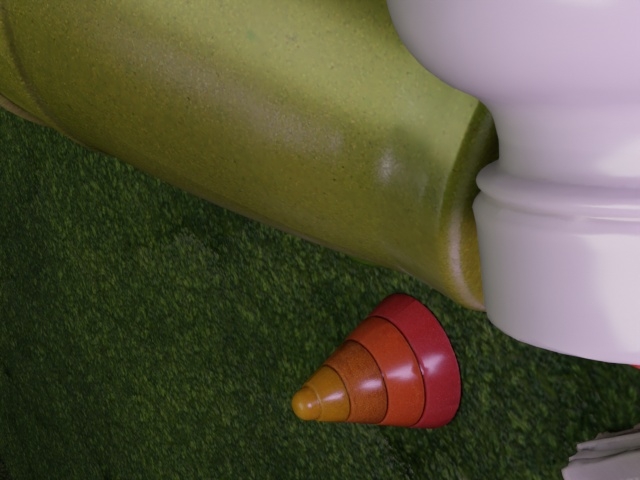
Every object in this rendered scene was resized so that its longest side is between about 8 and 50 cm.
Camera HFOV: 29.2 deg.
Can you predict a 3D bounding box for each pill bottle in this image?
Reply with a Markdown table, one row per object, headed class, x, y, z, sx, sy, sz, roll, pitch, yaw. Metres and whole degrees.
| class | x | y | z | sx | sy | sz | roll | pitch | yaw |
| --- | --- | --- | --- | --- | --- | --- | --- | --- | --- |
| pill bottle | 0.127 | -0.176 | 0.394 | 0.229 | 0.229 | 0.408 | 12 | 110 | 57 |

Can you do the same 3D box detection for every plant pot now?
| class | x | y | z | sx | sy | sz | roll | pitch | yaw |
| --- | --- | --- | --- | --- | --- | --- | --- | --- | --- |
| plant pot | 0.021 | -0.146 | 0.700 | 0.353 | 0.366 | 0.366 | 36 | 137 | 31 |

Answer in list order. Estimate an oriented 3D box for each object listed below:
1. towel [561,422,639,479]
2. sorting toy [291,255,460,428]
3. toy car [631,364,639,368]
| class | x | y | z | sx | sy | sz | roll | pitch | yaw |
| --- | --- | --- | --- | --- | --- | --- | --- | --- | --- |
| towel | 0.297 | 0.242 | 0.705 | 0.332 | 0.053 | 0.317 | -37 | 74 | 61 |
| sorting toy | 0.000 | 0.000 | 1.005 | 0.127 | 0.126 | 0.366 | -3 | 104 | 60 |
| toy car | 0.238 | 0.046 | 0.632 | 0.239 | 0.053 | 0.225 | -100 | 30 | -51 |
